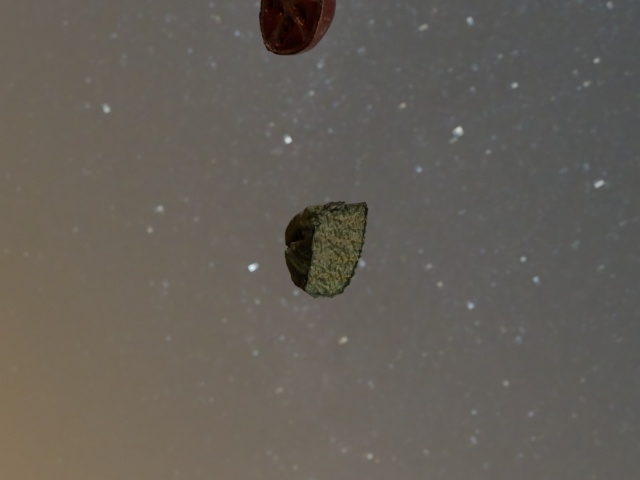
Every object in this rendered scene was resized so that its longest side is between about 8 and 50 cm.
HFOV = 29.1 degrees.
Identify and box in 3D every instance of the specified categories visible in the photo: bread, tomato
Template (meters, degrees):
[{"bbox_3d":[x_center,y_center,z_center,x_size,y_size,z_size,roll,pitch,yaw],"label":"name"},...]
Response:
[{"bbox_3d":[0.001,-0.006,1.821,0.110,0.103,0.156,46,-55,53],"label":"bread"},{"bbox_3d":[-0.024,-0.360,1.918,0.156,0.069,0.155,0,-90,49],"label":"tomato"}]
